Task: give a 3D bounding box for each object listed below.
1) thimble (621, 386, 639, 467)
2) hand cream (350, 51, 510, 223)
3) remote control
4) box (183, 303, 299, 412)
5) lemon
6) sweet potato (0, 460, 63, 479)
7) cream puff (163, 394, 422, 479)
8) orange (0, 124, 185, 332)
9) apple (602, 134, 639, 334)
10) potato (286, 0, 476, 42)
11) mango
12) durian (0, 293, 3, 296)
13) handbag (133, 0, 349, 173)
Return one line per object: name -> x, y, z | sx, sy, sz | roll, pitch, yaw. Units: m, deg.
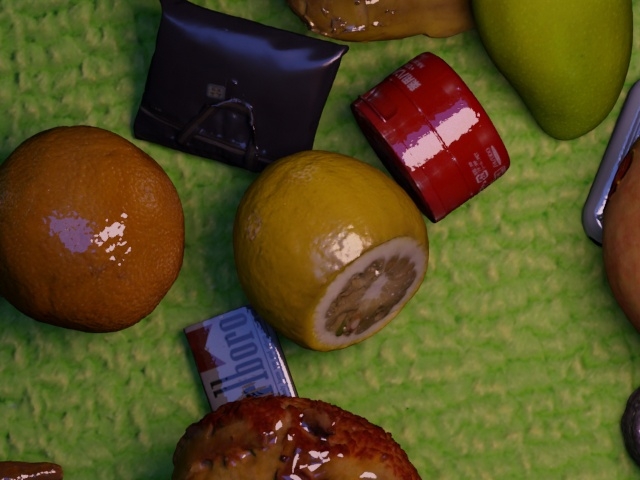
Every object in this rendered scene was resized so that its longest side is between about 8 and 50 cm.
thimble -> 0.459, 0.239, 1.583 | 0.150, 0.098, 0.150 | 0, 86, 2
hand cream -> 0.137, -0.130, 1.576 | 0.125, 0.193, 0.193 | -36, 85, -3
remote control -> 0.414, -0.104, 1.638 | 0.087, 0.047, 0.244 | 21, 88, 0
box -> -0.097, 0.179, 1.632 | 0.115, 0.036, 0.177 | -20, 86, 0
lemon -> 0.000, 0.000, 1.552 | 0.240, 0.240, 0.219 | -41, 60, -2
sweet potato -> -0.482, 0.352, 1.610 | 0.314, 0.072, 0.066 | -27, 100, -3
cream puff -> -0.021, 0.329, 1.515 | 0.350, 0.228, 0.350 | 10, 117, 20
orange -> -0.292, -0.016, 1.551 | 0.264, 0.264, 0.264 | 0, 85, 1
apple -> 0.541, -0.017, 1.469 | 0.391, 0.346, 0.391 | 3, 82, -21
potato -> 0.096, -0.336, 1.594 | 0.300, 0.140, 0.173 | -9, 85, -20
mango -> 0.290, -0.267, 1.552 | 0.192, 0.156, 0.343 | -17, 125, 2
durian -> -0.446, 0.058, 1.629 | 0.110, 0.071, 0.140 | 32, 92, 43
handbag -> -0.109, -0.188, 1.619 | 0.254, 0.088, 0.211 | 17, 114, 5
